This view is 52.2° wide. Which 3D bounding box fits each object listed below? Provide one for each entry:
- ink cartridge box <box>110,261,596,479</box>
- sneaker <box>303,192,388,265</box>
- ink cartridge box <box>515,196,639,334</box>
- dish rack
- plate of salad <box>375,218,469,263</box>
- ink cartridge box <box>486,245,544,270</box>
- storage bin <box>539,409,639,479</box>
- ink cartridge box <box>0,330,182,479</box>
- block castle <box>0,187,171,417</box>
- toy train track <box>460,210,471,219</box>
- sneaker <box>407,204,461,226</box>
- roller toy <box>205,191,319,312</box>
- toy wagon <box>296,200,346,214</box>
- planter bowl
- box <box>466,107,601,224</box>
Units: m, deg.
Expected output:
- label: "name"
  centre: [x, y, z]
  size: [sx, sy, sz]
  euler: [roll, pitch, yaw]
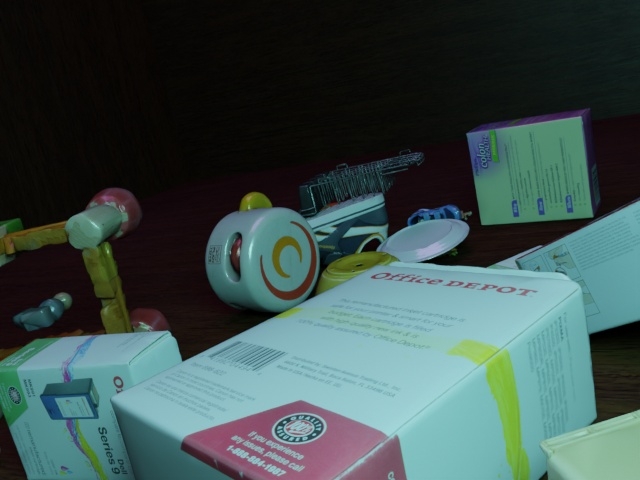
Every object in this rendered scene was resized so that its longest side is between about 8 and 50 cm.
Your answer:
- label: "ink cartridge box"
  centre: [0.048, 0.163, 0.632]
  size: [0.384, 0.160, 0.279]
  euler: [-24, 18, -38]
- label: "sneaker"
  centre: [0.000, 0.000, 1.403]
  size: [0.321, 0.127, 0.126]
  euler: [-17, 12, -8]
- label: "ink cartridge box"
  centre: [0.447, -0.008, 0.788]
  size: [0.271, 0.130, 0.309]
  euler: [-19, -11, -28]
- label: "dish rack"
  centre: [0.094, -0.131, 1.417]
  size: [0.271, 0.074, 0.208]
  euler: [-12, 13, 18]
- label: "plate of salad"
  centre: [0.210, 0.009, 1.347]
  size: [0.199, 0.048, 0.200]
  euler: [-20, 19, 7]
- label: "ink cartridge box"
  centre: [0.409, 0.042, 1.028]
  size: [0.235, 0.056, 0.171]
  euler: [-21, 15, -23]
- label: "storage bin"
  centre: [0.306, 0.193, 0.368]
  size: [0.260, 0.123, 0.262]
  euler: [-14, 13, -8]
- label: "ink cartridge box"
  centre: [-0.266, 0.199, 0.783]
  size: [0.212, 0.154, 0.093]
  euler: [-7, 15, 21]
- label: "block castle"
  centre: [-0.494, 0.103, 1.061]
  size: [0.453, 0.303, 0.213]
  euler: [-11, 13, 3]
- label: "toy train track"
  centre: [0.321, -0.052, 1.563]
  size: [0.083, 0.014, 0.048]
  euler: [-15, 20, 14]
- label: "sneaker"
  centre: [0.264, -0.048, 1.521]
  size: [0.059, 0.053, 0.144]
  euler: [-22, 8, -38]
- label: "roller toy"
  centre: [-0.111, 0.034, 1.215]
  size: [0.146, 0.209, 0.191]
  euler: [-1, 38, 43]
- label: "toy wagon"
  centre: [-0.004, -0.042, 1.693]
  size: [0.267, 0.068, 0.344]
  euler: [-16, 14, -17]
- label: "planter bowl"
  centre: [0.065, 0.072, 0.973]
  size: [0.217, 0.090, 0.217]
  euler: [-12, 13, 3]
- label: "box"
  centre: [0.468, -0.157, 1.430]
  size: [0.243, 0.214, 0.117]
  euler: [-4, 16, 32]
